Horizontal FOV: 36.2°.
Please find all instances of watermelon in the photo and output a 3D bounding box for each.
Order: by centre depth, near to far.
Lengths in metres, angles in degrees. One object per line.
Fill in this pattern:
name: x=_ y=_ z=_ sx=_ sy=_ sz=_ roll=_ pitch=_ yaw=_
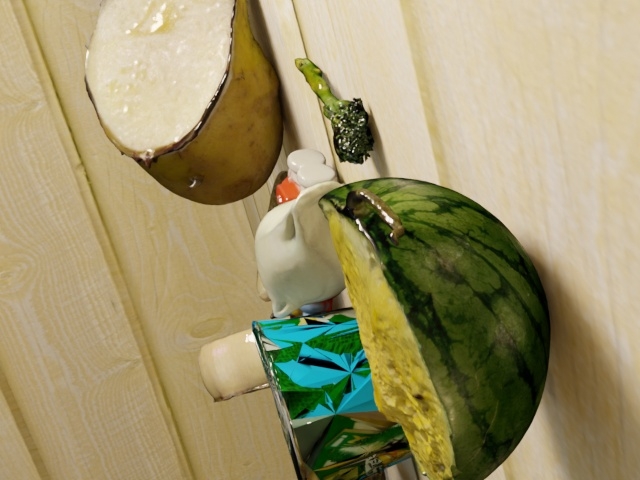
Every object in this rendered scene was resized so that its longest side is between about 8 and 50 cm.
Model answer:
watermelon: x=0.084 y=0.046 z=0.652 sx=0.204 sy=0.127 sz=0.232 roll=-123 pitch=14 yaw=-65

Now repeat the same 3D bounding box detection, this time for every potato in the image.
potato: x=-0.187 y=-0.257 z=1.599 sx=0.296 sy=0.289 sz=0.397 roll=29 pitch=-124 yaw=-59

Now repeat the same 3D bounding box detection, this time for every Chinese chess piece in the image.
Chinese chess piece: x=-0.087 y=0.207 z=1.778 sx=0.270 sy=0.269 sz=0.112 roll=119 pitch=133 yaw=-80

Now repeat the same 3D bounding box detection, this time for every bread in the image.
bread: x=-0.084 y=0.003 z=1.723 sx=0.251 sy=0.038 sz=0.182 roll=-83 pitch=5 yaw=-48

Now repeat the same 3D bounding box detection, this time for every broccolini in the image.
broccolini: x=0.018 y=-0.156 z=1.084 sx=0.057 sy=0.071 sz=0.254 roll=30 pitch=-160 yaw=-23

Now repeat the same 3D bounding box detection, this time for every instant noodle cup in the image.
instant noodle cup: x=0.035 y=0.178 z=1.155 sx=0.240 sy=0.178 sz=0.240 roll=162 pitch=90 yaw=-83

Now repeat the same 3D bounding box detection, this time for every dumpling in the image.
dumpling: x=0.000 y=0.000 z=1.149 sx=0.124 sy=0.151 sz=0.229 roll=45 pitch=150 yaw=17

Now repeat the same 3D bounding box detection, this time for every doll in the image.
doll: x=-0.018 y=0.019 z=1.350 sx=0.161 sy=0.129 sz=0.290 roll=-125 pitch=32 yaw=-47

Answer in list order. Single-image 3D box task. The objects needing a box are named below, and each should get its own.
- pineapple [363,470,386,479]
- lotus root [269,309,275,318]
pineapple: x=0.079 y=0.507 z=1.526 sx=0.158 sy=0.335 sz=0.161 roll=24 pitch=150 yaw=16
lotus root: x=-0.033 y=0.044 z=1.712 sx=0.329 sy=0.078 sz=0.167 roll=112 pitch=167 yaw=-75
